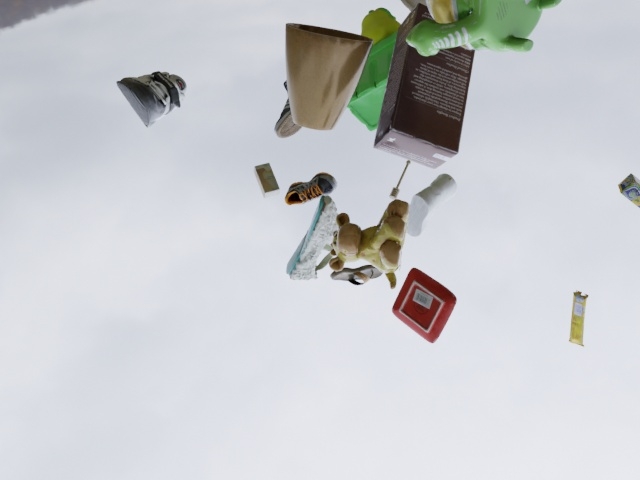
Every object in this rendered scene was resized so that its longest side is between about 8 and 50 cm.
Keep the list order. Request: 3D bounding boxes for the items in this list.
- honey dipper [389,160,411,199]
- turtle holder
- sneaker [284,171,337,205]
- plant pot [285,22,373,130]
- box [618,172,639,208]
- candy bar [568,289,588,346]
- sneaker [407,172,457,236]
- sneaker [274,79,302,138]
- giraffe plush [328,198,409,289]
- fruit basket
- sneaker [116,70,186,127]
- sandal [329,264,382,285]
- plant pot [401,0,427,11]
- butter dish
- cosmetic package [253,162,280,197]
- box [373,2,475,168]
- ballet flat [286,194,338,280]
[{"bbox_3d":[0.290,-0.222,2.427,0.030,0.030,0.161,11,-110,37],"label":"honey dipper"},{"bbox_3d":[0.338,-0.499,1.422,0.227,0.243,0.320,20,-93,45],"label":"turtle holder"},{"bbox_3d":[-0.033,-0.166,2.285,0.214,0.084,0.083,-17,-156,37],"label":"sneaker"},{"bbox_3d":[0.005,-0.435,1.815,0.237,0.255,0.237,8,-158,-3],"label":"plant pot"},{"bbox_3d":[0.963,-0.121,1.983,0.054,0.169,0.059,-50,-170,33],"label":"box"},{"bbox_3d":[0.633,0.194,1.646,0.018,0.162,0.040,-30,-144,-36],"label":"candy bar"},{"bbox_3d":[0.368,-0.119,2.241,0.169,0.292,0.108,-37,-99,-18],"label":"sneaker"},{"bbox_3d":[-0.113,-0.522,2.598,0.153,0.099,0.282,32,-106,32],"label":"sneaker"},{"bbox_3d":[0.106,0.002,1.546,0.170,0.210,0.181,10,-126,9],"label":"giraffe plush"},{"bbox_3d":[0.242,-0.621,2.351,0.392,0.283,0.392,-30,-140,29],"label":"fruit basket"},{"bbox_3d":[-0.394,-0.357,1.612,0.146,0.122,0.330,-34,-166,-5],"label":"sneaker"},{"bbox_3d":[0.116,0.114,2.098,0.180,0.072,0.049,-2,-125,-27],"label":"sandal"},{"bbox_3d":[0.390,-0.827,1.930,0.305,0.334,0.334,-39,-169,39],"label":"plant pot"},{"bbox_3d":[0.301,0.168,1.823,0.160,0.160,0.118,37,-152,30],"label":"butter dish"},{"bbox_3d":[-0.190,-0.212,2.367,0.060,0.041,0.115,-18,-111,-18],"label":"cosmetic package"},{"bbox_3d":[0.280,-0.403,1.767,0.191,0.143,0.382,18,-109,-14],"label":"box"},{"bbox_3d":[0.000,0.000,2.301,0.146,0.409,0.147,12,-131,-15],"label":"ballet flat"}]
